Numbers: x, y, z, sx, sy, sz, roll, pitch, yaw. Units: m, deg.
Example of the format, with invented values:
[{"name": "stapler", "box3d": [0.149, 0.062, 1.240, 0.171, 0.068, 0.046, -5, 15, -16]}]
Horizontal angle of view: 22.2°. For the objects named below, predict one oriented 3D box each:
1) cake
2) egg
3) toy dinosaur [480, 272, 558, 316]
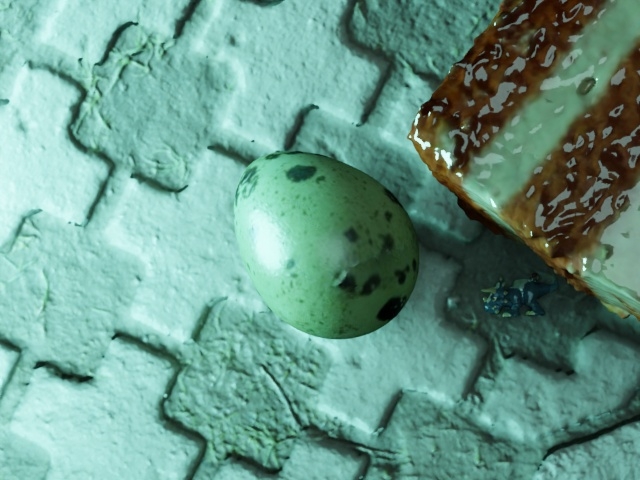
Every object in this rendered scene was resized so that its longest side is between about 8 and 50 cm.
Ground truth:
[{"name": "cake", "box3d": [0.296, -0.081, 1.588, 0.319, 0.270, 0.269, 39, 91, 20]}, {"name": "egg", "box3d": [0.000, 0.000, 1.719, 0.177, 0.177, 0.228, -45, 71, -1]}, {"name": "toy dinosaur", "box3d": [0.216, 0.060, 1.767, 0.083, 0.030, 0.047, -4, 86, 4]}]
